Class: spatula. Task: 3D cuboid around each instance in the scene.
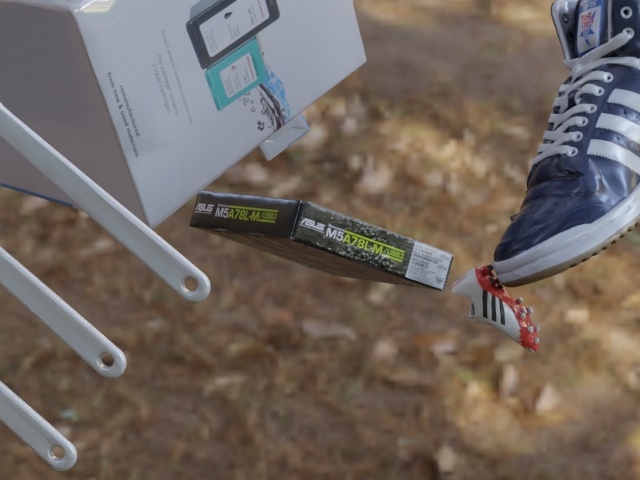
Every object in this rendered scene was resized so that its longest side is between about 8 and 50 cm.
[{"bbox_3d":[-0.184,-0.005,0.913,0.242,0.168,0.019,41,12,2],"label":"spatula"}]

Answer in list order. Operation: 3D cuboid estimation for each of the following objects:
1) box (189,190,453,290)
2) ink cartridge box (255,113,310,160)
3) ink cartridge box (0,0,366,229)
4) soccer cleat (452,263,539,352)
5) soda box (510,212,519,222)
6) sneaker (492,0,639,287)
[{"bbox_3d":[0.000,0.000,1.683,0.190,0.045,0.184,19,-5,-34],"label":"box"},{"bbox_3d":[-0.050,-0.108,1.535,0.048,0.028,0.083,-37,36,-7],"label":"ink cartridge box"},{"bbox_3d":[-0.136,-0.176,1.408,0.198,0.197,0.270,15,44,41],"label":"ink cartridge box"},{"bbox_3d":[0.127,0.052,1.250,0.035,0.083,0.029,-28,30,25],"label":"soccer cleat"},{"bbox_3d":[0.281,-0.033,1.767,0.169,0.053,0.060,-26,-12,32],"label":"soda box"},{"bbox_3d":[0.194,-0.093,1.260,0.282,0.153,0.099,-38,11,-30],"label":"sneaker"}]
